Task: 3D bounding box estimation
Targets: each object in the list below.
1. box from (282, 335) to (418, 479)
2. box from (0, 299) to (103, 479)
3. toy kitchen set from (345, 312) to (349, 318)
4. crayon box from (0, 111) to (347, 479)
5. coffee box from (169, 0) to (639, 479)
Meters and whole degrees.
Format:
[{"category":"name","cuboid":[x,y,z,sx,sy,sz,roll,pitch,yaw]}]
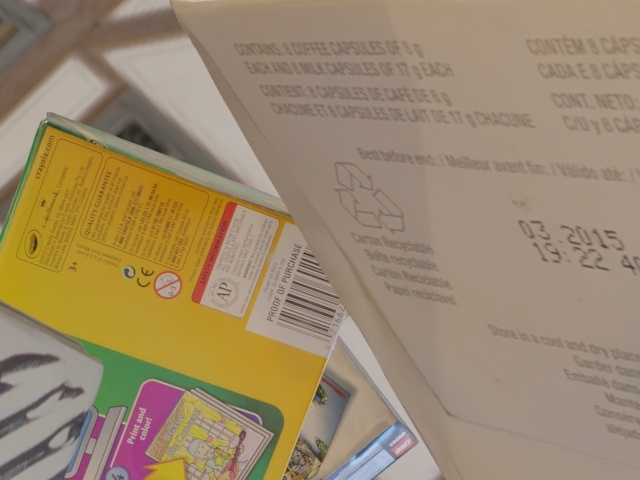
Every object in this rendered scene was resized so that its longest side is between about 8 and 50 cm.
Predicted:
[{"category":"box","cuboid":[-0.056,0.109,1.187,0.233,0.159,0.044,52,-177,38]},{"category":"box","cuboid":[-0.148,0.124,0.290,0.094,0.113,0.275,37,-111,-55]},{"category":"toy kitchen set","cuboid":[0.000,0.000,1.031,0.068,0.083,0.075,30,-151,-28]},{"category":"crayon box","cuboid":[-0.104,0.097,0.786,0.165,0.278,0.081,21,-176,-11]},{"category":"coffee box","cuboid":[0.222,-0.047,0.583,0.334,0.338,0.338,-44,-60,-25]}]
